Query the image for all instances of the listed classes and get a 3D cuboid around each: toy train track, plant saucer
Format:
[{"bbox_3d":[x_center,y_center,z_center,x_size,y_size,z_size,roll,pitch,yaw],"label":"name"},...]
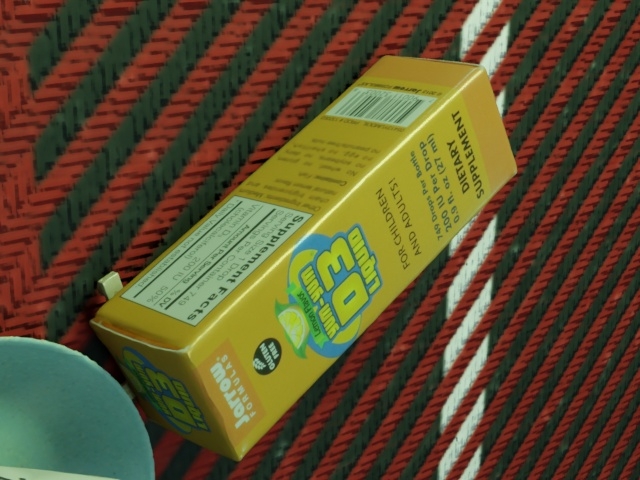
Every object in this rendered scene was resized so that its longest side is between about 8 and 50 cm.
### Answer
[{"bbox_3d":[-0.094,0.052,0.557,0.048,0.014,0.083,-38,127,-34],"label":"toy train track"},{"bbox_3d":[-0.165,0.131,0.505,0.195,0.037,0.195,-16,115,-38],"label":"plant saucer"}]

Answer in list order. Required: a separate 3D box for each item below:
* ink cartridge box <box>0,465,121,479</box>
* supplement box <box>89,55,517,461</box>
[{"bbox_3d":[-0.196,0.154,0.386,0.332,0.065,0.165,10,97,-22],"label":"ink cartridge box"},{"bbox_3d":[0.000,0.000,0.574,0.233,0.080,0.078,-43,128,-26],"label":"supplement box"}]
